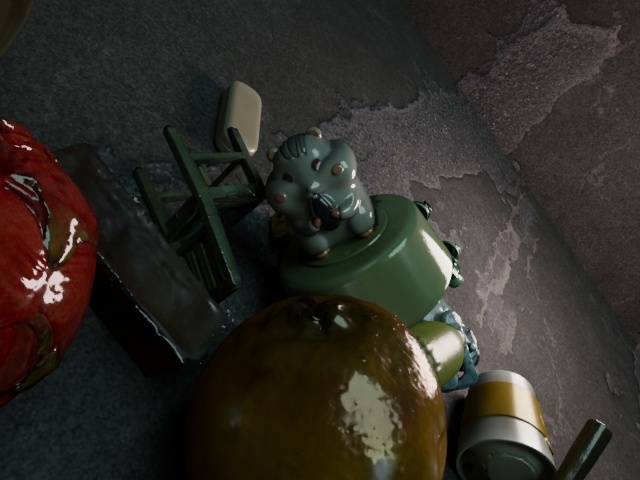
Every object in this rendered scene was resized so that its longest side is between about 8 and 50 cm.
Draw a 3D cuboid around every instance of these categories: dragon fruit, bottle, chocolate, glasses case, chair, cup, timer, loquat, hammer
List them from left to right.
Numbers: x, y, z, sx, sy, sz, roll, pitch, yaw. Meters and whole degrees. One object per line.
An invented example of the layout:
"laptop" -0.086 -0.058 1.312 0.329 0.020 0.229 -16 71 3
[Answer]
"dragon fruit" -0.347 0.026 0.408 0.277 0.277 0.342 30 43 -30
"chocolate" -0.264 0.036 0.627 0.321 0.112 0.112 51 36 -4
"chair" -0.167 -0.036 0.762 0.147 0.136 0.270 -12 71 -50
"glasses case" -0.168 -0.249 0.992 0.083 0.050 0.196 30 44 -34
"loquat" -0.005 0.228 0.590 0.328 0.328 0.328 28 45 -32
"chocolate" 0.000 0.000 0.980 0.219 0.086 0.085 29 44 -38
"timer" 0.026 -0.029 0.778 0.315 0.291 0.291 60 33 -26
"bottle" 0.187 0.196 0.828 0.260 0.112 0.112 0 63 -59
"cup" 0.391 0.429 1.027 0.226 0.185 0.241 -62 146 -56
"hammer" 0.385 0.502 0.846 0.440 0.044 0.168 -44 108 -17

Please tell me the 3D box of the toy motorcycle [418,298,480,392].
"toy motorcycle" 0.219 0.203 1.017 0.206 0.154 0.260 -36 84 -30

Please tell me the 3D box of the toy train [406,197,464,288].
"toy train" 0.225 0.016 1.142 0.269 0.154 0.115 49 39 -9

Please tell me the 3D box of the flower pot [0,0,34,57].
"flower pot" -0.469 -0.275 0.492 0.213 0.302 0.302 40 40 -22
